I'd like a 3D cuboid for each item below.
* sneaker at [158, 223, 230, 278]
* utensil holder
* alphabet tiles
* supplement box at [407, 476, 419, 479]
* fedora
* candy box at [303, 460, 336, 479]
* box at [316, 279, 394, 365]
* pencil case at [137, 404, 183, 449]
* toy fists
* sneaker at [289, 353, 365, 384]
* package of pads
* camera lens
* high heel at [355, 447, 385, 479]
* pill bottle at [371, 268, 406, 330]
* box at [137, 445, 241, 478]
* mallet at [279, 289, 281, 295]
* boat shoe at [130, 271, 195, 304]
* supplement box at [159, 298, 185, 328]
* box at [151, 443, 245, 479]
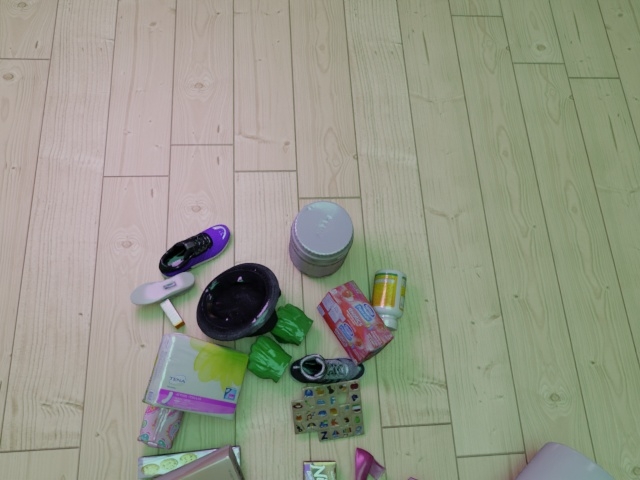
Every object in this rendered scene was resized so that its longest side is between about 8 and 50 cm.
[{"bbox_3d":[-0.451,0.031,1.888,0.293,0.146,0.102,-36,78,-15],"label":"sneaker"},{"bbox_3d":[0.715,0.873,1.618,0.385,0.327,0.327,-42,79,-19],"label":"utensil holder"},{"bbox_3d":[0.025,0.581,1.773,0.238,0.009,0.198,-7,97,-7],"label":"alphabet tiles"},{"bbox_3d":[0.312,0.832,1.644,0.114,0.220,0.111,-40,78,-15],"label":"supplement box"},{"bbox_3d":[-0.257,0.233,1.797,0.334,0.152,0.333,-17,46,19],"label":"fedora"},{"bbox_3d":[-0.002,0.818,1.708,0.109,0.053,0.186,2,72,-5],"label":"candy box"},{"bbox_3d":[0.119,0.286,1.833,0.123,0.128,0.256,-20,65,-36],"label":"box"},{"bbox_3d":[-0.500,0.532,1.725,0.124,0.124,0.283,16,71,0],"label":"pencil case"},{"bbox_3d":[-0.149,0.352,1.836,0.142,0.096,0.279,33,69,-1],"label":"toy fists"},{"bbox_3d":[0.030,0.442,1.787,0.269,0.153,0.101,1,71,-5],"label":"sneaker"},{"bbox_3d":[-0.390,0.435,1.687,0.297,0.101,0.229,23,70,-33],"label":"package of pads"},{"bbox_3d":[0.000,0.000,1.874,0.220,0.274,0.219,2,71,-5],"label":"camera lens"},{"bbox_3d":[0.102,0.805,1.708,0.117,0.082,0.244,36,73,12],"label":"high heel"},{"bbox_3d":[0.246,0.218,1.905,0.118,0.117,0.208,10,70,-2],"label":"pill bottle"},{"bbox_3d":[-0.421,0.716,1.697,0.325,0.063,0.067,-3,73,-7],"label":"box"},{"bbox_3d":[-0.234,0.180,1.921,0.190,0.062,0.039,5,69,12],"label":"mallet"},{"bbox_3d":[-0.554,0.182,1.859,0.228,0.081,0.079,-19,66,-19],"label":"boat shoe"},{"bbox_3d":[-0.520,0.259,1.847,0.036,0.062,0.098,-34,78,-15],"label":"supplement box"},{"bbox_3d":[-0.394,0.765,1.596,0.311,0.121,0.147,-24,89,-8],"label":"box"}]
